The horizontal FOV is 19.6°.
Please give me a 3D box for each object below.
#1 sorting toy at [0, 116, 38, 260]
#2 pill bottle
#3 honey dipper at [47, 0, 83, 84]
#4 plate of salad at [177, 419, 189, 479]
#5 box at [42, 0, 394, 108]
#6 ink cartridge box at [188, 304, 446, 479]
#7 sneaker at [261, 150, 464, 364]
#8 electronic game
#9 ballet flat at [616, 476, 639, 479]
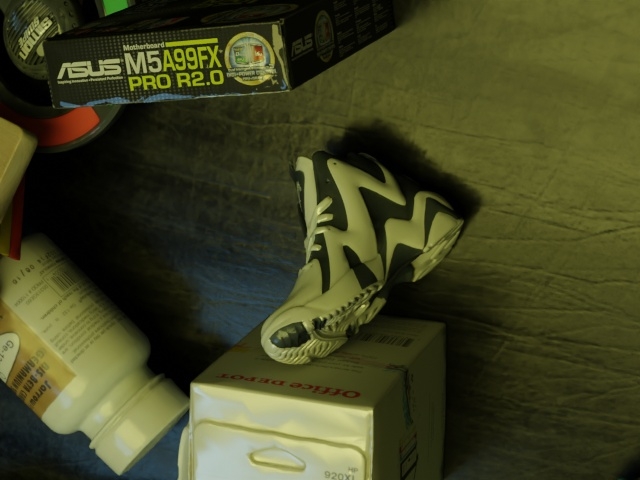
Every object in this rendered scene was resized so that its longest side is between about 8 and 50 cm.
[{"bbox_3d":[-0.385,-0.017,1.753,0.257,0.089,0.255,26,91,37],"label":"sorting toy"},{"bbox_3d":[-0.241,0.114,1.809,0.229,0.131,0.131,45,116,4],"label":"pill bottle"},{"bbox_3d":[-0.233,-0.223,1.763,0.030,0.030,0.161,17,109,16],"label":"honey dipper"},{"bbox_3d":[-0.107,0.250,1.780,0.048,0.200,0.200,1,109,-12],"label":"plate of salad"},{"bbox_3d":[-0.080,-0.176,1.585,0.216,0.270,0.060,-3,106,22],"label":"box"},{"bbox_3d":[0.001,0.177,1.678,0.171,0.232,0.168,7,108,19],"label":"ink cartridge box"},{"bbox_3d":[0.000,0.000,1.647,0.153,0.235,0.094,43,153,17],"label":"sneaker"},{"bbox_3d":[-0.260,-0.196,1.739,0.229,0.048,0.229,4,99,30],"label":"electronic game"},{"bbox_3d":[0.235,0.368,1.718,0.123,0.123,0.348,38,115,7],"label":"ballet flat"}]
